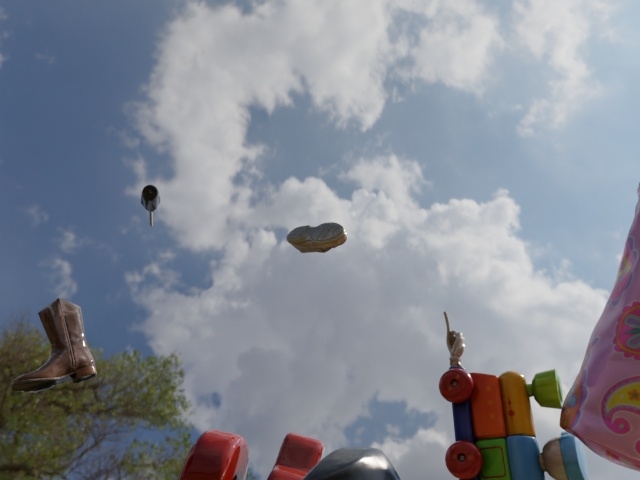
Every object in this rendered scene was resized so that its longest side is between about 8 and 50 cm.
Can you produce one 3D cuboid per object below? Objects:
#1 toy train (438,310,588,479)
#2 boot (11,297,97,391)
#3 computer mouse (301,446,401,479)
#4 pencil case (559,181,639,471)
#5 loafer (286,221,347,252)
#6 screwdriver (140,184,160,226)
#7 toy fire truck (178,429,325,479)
[{"bbox_3d":[0.228,0.181,0.720,0.143,0.248,0.105,-15,-38,23],"label":"toy train"},{"bbox_3d":[-0.348,0.130,0.749,0.106,0.114,0.037,1,-33,-49],"label":"boot"},{"bbox_3d":[-0.010,0.164,0.251,0.041,0.242,0.071,-2,-78,27],"label":"computer mouse"},{"bbox_3d":[0.327,0.075,0.555,0.124,0.124,0.284,27,-99,-14],"label":"pencil case"},{"bbox_3d":[0.000,0.000,0.882,0.125,0.045,0.039,0,-47,50],"label":"loafer"},{"bbox_3d":[-0.220,-0.038,0.775,0.025,0.024,0.170,22,-18,-5],"label":"screwdriver"},{"bbox_3d":[-0.045,0.325,0.488,0.169,0.302,0.254,8,-55,9],"label":"toy fire truck"}]
